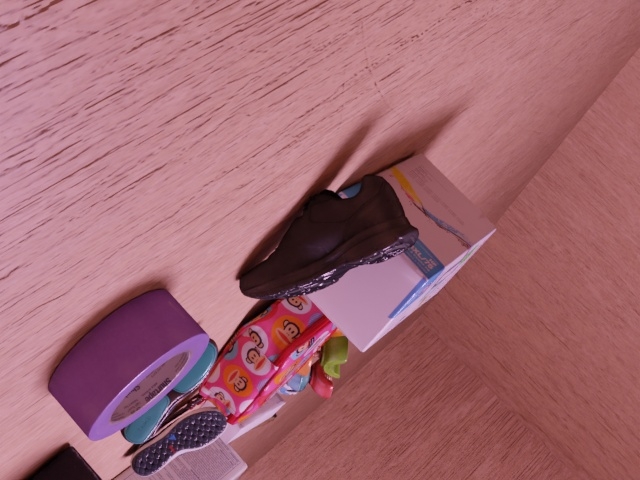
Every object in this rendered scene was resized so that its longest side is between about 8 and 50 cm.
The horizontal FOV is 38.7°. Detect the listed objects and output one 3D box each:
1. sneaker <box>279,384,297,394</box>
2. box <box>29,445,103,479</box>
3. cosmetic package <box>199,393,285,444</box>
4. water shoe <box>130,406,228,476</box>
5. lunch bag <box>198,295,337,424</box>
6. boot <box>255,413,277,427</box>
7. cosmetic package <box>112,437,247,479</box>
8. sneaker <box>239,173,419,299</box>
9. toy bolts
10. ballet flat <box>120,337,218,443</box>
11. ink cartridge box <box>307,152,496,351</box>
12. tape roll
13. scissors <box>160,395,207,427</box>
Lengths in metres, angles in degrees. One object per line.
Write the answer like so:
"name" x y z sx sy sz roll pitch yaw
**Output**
"sneaker" -0.073 0.359 2.324 0.085 0.086 0.237 -60 168 -3
"box" -0.467 0.628 1.434 0.472 0.297 0.480 -38 166 -22
"cosmetic package" -0.171 0.369 2.020 0.060 0.099 0.239 -48 167 17
"water shoe" -0.273 0.374 1.747 0.203 0.073 0.080 -28 -172 -8
"lunch bag" -0.079 0.197 1.726 0.293 0.120 0.258 -51 170 37
"boot" -0.251 0.483 2.194 0.269 0.089 0.236 -46 156 6
"cosmetic package" -0.319 0.518 1.891 0.309 0.160 0.113 -32 164 -41
"sneaker" 0.000 0.000 1.322 0.286 0.130 0.109 -25 168 20
"toy bolts" -0.037 0.244 2.083 0.228 0.158 0.218 107 -11 -47
"ballet flat" -0.236 0.222 1.405 0.203 0.074 0.074 -51 168 0
"ink cartridge box" 0.121 0.012 1.533 0.270 0.197 0.198 -30 162 -51
"tape roll" -0.233 0.153 1.124 0.189 0.080 0.189 -43 168 -12
"scissors" -0.238 0.309 1.791 0.109 0.021 0.297 -43 168 30
